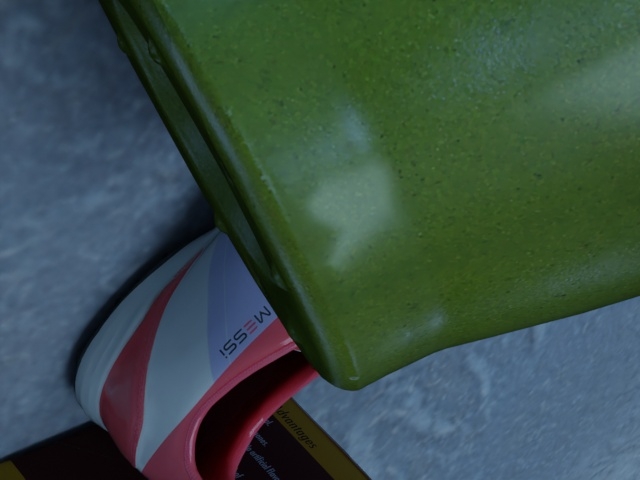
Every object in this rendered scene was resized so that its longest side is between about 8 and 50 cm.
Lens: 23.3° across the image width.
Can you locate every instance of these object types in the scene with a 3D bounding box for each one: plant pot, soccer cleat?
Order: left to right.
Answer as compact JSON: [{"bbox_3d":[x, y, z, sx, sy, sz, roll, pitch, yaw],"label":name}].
[{"bbox_3d":[0.000,0.000,0.824,0.318,0.116,0.108,-51,147,7],"label":"soccer cleat"},{"bbox_3d":[0.097,-0.124,0.640,0.353,0.366,0.366,-29,145,-5],"label":"plant pot"}]

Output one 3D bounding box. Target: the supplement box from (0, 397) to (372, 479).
[{"bbox_3d":[-0.068,0.201,0.890,0.194,0.191,0.129,-20,139,-35],"label":"supplement box"}]
